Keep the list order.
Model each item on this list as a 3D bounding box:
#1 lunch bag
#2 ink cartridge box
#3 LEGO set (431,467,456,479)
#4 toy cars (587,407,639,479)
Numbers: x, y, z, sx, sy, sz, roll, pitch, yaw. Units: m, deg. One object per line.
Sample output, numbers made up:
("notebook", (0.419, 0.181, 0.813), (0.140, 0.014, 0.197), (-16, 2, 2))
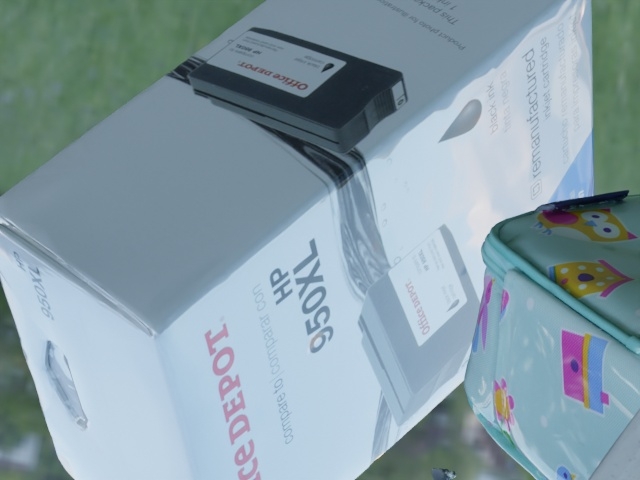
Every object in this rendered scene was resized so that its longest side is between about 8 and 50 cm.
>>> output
("lunch bag", (0.207, 0.061, 0.830), (0.224, 0.107, 0.279), (-10, -152, -24))
("ink cartridge box", (0.000, 0.000, 1.297), (0.166, 0.395, 0.285), (33, 150, 33))
("LEGO set", (0.058, 0.112, 0.740), (0.023, 0.054, 0.083), (-11, -177, 19))
("toy cars", (0.197, 0.214, 0.584), (0.176, 0.393, 0.087), (-12, 176, -13))
